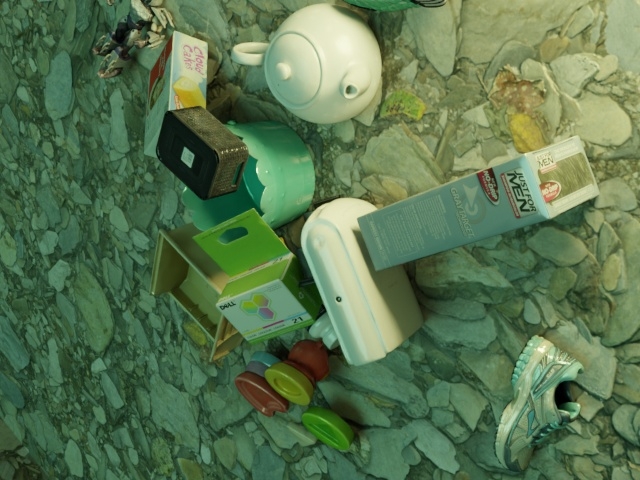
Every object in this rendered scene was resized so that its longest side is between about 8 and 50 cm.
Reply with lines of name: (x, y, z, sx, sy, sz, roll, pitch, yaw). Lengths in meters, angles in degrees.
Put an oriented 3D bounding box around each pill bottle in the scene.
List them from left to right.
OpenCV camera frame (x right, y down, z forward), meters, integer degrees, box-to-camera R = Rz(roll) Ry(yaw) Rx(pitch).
pill bottle: (-0.007, 0.158, 1.835, 0.169, 0.094, 0.094, 49, 132, 19)

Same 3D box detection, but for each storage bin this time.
storage bin: (-0.245, -0.181, 1.683, 0.180, 0.084, 0.122, 42, 128, 26)
storage bin: (-0.295, 0.126, 2.058, 0.262, 0.123, 0.260, 42, 136, 24)

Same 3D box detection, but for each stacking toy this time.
stacking toy: (-0.037, 0.356, 1.946, 0.279, 0.130, 0.309, 46, 150, -15)

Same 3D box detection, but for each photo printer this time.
photo printer: (0.081, 0.065, 1.612, 0.107, 0.256, 0.307, -22, 89, 26)

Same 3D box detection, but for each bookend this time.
bookend: (0.000, 0.000, 1.719, 0.072, 0.157, 0.156, -15, 95, 32)

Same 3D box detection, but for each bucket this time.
bucket: (-0.159, -0.134, 1.809, 0.281, 0.183, 0.281, 16, 115, 38)

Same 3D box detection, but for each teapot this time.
teapot: (-0.023, -0.340, 1.602, 0.256, 0.187, 0.252, -33, 82, 46)

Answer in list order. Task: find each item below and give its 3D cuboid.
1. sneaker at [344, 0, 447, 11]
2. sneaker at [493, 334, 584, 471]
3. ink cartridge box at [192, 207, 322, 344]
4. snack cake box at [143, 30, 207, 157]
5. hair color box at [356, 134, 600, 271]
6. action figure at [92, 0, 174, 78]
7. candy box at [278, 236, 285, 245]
sneaker: (0.139, -0.475, 1.495, 0.223, 0.083, 0.098, 10, 91, 36)
sneaker: (0.402, 0.321, 1.506, 0.122, 0.110, 0.283, 23, 120, 32)
ink cartridge box: (-0.142, 0.081, 1.724, 0.189, 0.097, 0.255, -23, 119, 33)
snack cake box: (-0.329, -0.326, 1.871, 0.152, 0.089, 0.264, -46, 38, 44)
hair color box: (0.266, -0.059, 1.435, 0.374, 0.185, 0.114, -21, 90, 45)
action figure: (-0.463, -0.523, 2.012, 0.285, 0.099, 0.185, -41, 71, 40)
candy box: (-0.096, 0.101, 1.945, 0.105, 0.027, 0.206, -19, 92, 43)
